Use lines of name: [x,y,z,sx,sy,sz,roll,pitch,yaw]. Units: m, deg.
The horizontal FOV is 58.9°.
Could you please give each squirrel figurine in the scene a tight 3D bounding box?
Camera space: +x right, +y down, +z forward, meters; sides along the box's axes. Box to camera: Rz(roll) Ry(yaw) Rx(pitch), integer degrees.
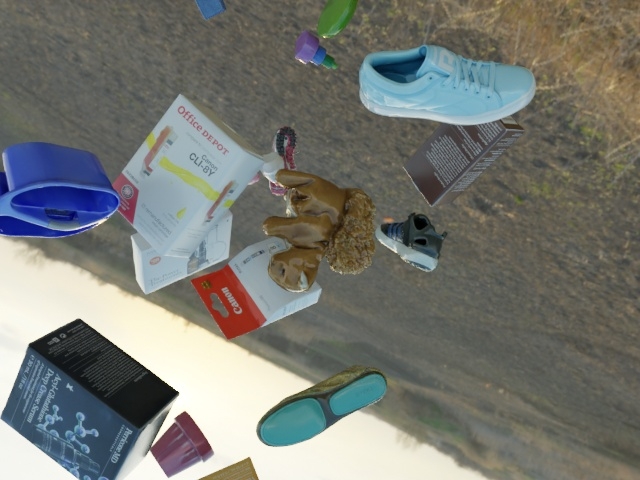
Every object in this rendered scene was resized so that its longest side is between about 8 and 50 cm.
squirrel figurine: [0.000,0.000,1.903,0.396,0.371,0.281,10,169,-3]

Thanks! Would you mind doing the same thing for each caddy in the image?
caddy: [-0.676,-0.103,1.431,0.341,0.241,0.179,3,-124,-63]

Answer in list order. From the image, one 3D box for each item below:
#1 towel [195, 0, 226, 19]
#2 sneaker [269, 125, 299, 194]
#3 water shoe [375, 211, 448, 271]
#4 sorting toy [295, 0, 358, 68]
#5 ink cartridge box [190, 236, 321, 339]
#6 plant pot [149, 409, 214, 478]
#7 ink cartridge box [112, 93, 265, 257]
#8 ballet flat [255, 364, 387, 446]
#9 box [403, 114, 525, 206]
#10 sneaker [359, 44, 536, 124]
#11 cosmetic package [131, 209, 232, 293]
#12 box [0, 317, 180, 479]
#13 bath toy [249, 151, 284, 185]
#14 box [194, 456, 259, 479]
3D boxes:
towel: [-0.285,-0.615,1.405,0.029,0.067,0.120,-91,-22,-71]
sneaker: [-0.162,-0.347,2.483,0.120,0.300,0.112,6,-172,-19]
water shoe: [0.161,-0.009,0.981,0.072,0.080,0.203,25,-172,-21]
sorting toy: [0.090,-0.474,1.194,0.126,0.127,0.365,23,146,-28]
ink cartridge box: [-0.238,0.160,2.083,0.308,0.384,0.091,50,145,31]
plant pot: [-0.516,0.759,2.075,0.201,0.180,0.201,41,151,28]
ink cartridge box: [-0.396,-0.184,1.656,0.279,0.385,0.160,42,-171,17]
ballet flat: [-0.001,0.404,1.406,0.123,0.348,0.123,58,160,35]
box: [0.479,-0.307,1.929,0.143,0.381,0.191,-8,-121,-45]
sneaker: [0.255,-0.326,1.155,0.365,0.135,0.150,-1,162,10]
cosmetic package: [-0.531,0.026,2.203,0.097,0.377,0.285,49,148,26]
box: [-0.662,0.475,1.636,0.395,0.294,0.212,33,-159,7]
bath toy: [-0.298,-0.245,2.156,0.347,0.151,0.129,-10,129,10]
box: [-0.279,0.941,1.889,0.346,0.214,0.168,62,153,22]
